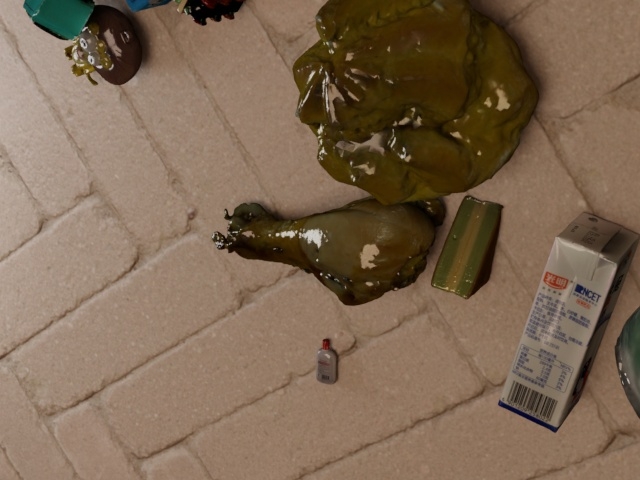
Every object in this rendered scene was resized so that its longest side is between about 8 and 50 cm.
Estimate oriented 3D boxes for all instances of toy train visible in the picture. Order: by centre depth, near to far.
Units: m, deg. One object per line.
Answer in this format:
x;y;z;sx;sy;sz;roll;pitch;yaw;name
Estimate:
-0.184;-0.398;1.987;0.087;0.138;0.050;45;127;14;toy train
-0.438;-0.431;2.093;0.107;0.198;0.154;25;100;-27;toy train

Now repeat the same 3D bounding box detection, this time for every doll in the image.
-0.387;-0.331;2.162;0.145;0.096;0.188;55;135;10;doll

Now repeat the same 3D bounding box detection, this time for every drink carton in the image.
0.376;0.123;1.863;0.106;0.130;0.315;24;119;19;drink carton

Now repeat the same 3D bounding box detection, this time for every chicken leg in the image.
0.000;0.000;2.044;0.429;0.152;0.201;7;100;36;chicken leg

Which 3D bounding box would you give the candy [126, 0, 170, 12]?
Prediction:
-0.226;-0.519;1.987;0.306;0.100;0.157;-30;91;34;candy

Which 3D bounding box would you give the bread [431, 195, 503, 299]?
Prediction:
0.232;0.009;1.931;0.074;0.084;0.139;21;117;24;bread

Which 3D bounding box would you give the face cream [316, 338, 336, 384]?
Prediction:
0.010;0.216;2.179;0.040;0.021;0.083;11;114;26;face cream

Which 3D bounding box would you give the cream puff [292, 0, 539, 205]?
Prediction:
0.110;-0.215;1.803;0.378;0.275;0.378;11;115;24;cream puff

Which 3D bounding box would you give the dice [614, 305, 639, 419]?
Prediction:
0.616;0.125;1.589;0.328;0.330;0.348;47;127;12;dice
